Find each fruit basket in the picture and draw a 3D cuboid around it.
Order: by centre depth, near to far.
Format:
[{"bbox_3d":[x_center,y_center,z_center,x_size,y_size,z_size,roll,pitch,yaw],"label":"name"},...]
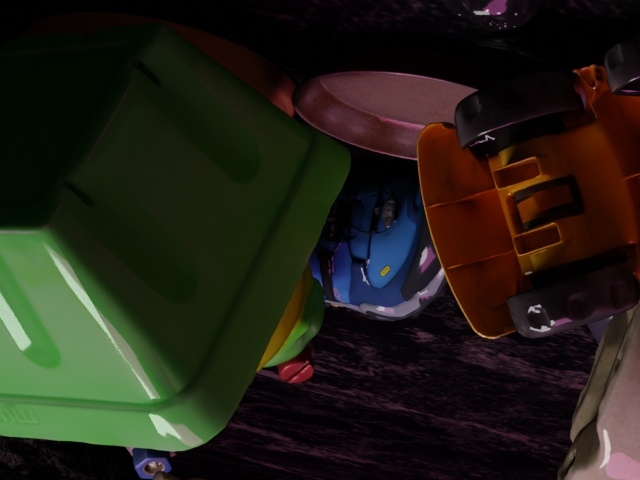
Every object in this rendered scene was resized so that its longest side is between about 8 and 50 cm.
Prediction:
[{"bbox_3d":[-0.145,0.030,1.230,0.392,0.283,0.392,19,149,12],"label":"fruit basket"}]

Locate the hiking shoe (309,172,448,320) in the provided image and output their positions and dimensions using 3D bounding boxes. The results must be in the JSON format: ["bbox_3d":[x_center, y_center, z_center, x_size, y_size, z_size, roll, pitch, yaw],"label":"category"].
[{"bbox_3d":[0.000,0.000,1.409,0.132,0.113,0.304,18,163,-29],"label":"hiking shoe"}]

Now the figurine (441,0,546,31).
[{"bbox_3d":[0.166,-0.136,0.857,0.215,0.092,0.209,8,174,-10],"label":"figurine"}]

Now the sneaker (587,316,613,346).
[{"bbox_3d":[0.349,0.131,1.642,0.321,0.127,0.126,25,161,-40],"label":"sneaker"}]

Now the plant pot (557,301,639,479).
[{"bbox_3d":[0.365,0.153,1.415,0.305,0.334,0.334,21,166,4],"label":"plant pot"}]

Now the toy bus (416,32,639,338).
[{"bbox_3d":[0.202,-0.035,1.095,0.220,0.149,0.211,-20,172,28],"label":"toy bus"}]

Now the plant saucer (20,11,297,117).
[{"bbox_3d":[-0.116,-0.104,1.255,0.200,0.037,0.200,10,166,2],"label":"plant saucer"}]

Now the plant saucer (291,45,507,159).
[{"bbox_3d":[0.066,-0.091,1.191,0.168,0.029,0.168,10,164,3],"label":"plant saucer"}]

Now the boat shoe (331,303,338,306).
[{"bbox_3d":[-0.003,0.027,1.598,0.227,0.069,0.081,6,165,18],"label":"boat shoe"}]

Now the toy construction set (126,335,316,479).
[{"bbox_3d":[-0.168,0.133,1.712,0.257,0.309,0.237,-12,150,37],"label":"toy construction set"}]
